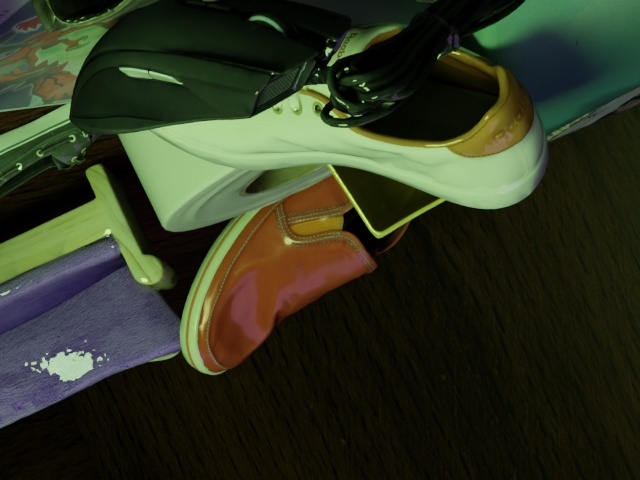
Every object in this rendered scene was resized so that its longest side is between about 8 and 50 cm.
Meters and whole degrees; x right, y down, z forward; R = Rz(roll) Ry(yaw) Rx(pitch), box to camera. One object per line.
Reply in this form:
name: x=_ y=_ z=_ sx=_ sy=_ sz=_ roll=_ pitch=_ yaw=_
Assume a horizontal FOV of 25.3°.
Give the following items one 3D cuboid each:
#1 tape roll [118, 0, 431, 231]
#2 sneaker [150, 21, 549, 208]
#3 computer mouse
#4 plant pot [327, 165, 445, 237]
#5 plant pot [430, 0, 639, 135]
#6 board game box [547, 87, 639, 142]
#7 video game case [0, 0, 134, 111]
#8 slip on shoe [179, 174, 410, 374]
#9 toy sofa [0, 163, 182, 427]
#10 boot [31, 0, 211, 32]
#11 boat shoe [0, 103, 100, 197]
tape roll: x=-0.020 y=-0.111 z=1.147 sx=0.286 sy=0.100 sz=0.286 roll=-27 pitch=175 yaw=-3
sneaker: x=-0.003 y=-0.104 z=0.886 sx=0.290 sy=0.105 sz=0.123 roll=11 pitch=160 yaw=19
computer mouse: x=-0.020 y=-0.124 z=0.787 sx=0.262 sy=0.060 sz=0.184 roll=3 pitch=-147 yaw=45
plant pot: x=0.065 y=-0.065 z=1.056 sx=0.081 sy=0.081 sz=0.083 roll=-31 pitch=-175 yaw=33
plant pot: x=0.146 y=-0.187 z=0.932 sx=0.165 sy=0.165 sz=0.234 roll=-27 pitch=167 yaw=9
board game box: x=0.350 y=-0.236 z=1.455 sx=0.291 sy=0.141 sz=0.232 roll=-23 pitch=174 yaw=-33
video game case: x=-0.154 y=-0.120 z=0.821 sx=0.183 sy=0.023 sz=0.201 roll=-30 pitch=174 yaw=33
slip on shoe: x=0.000 y=0.000 z=1.314 sx=0.331 sy=0.101 sz=0.123 roll=-45 pitch=142 yaw=-4
toy sofa: x=-0.306 y=0.088 z=1.286 sx=0.363 sy=0.177 sz=0.150 roll=-25 pitch=175 yaw=-2
boot: x=0.001 y=-0.172 z=0.661 sx=0.229 sy=0.091 sz=0.263 roll=-25 pitch=177 yaw=-36
boat shoe: x=-0.193 y=-0.068 z=1.036 sx=0.142 sy=0.040 sz=0.049 roll=-25 pitch=174 yaw=-9
